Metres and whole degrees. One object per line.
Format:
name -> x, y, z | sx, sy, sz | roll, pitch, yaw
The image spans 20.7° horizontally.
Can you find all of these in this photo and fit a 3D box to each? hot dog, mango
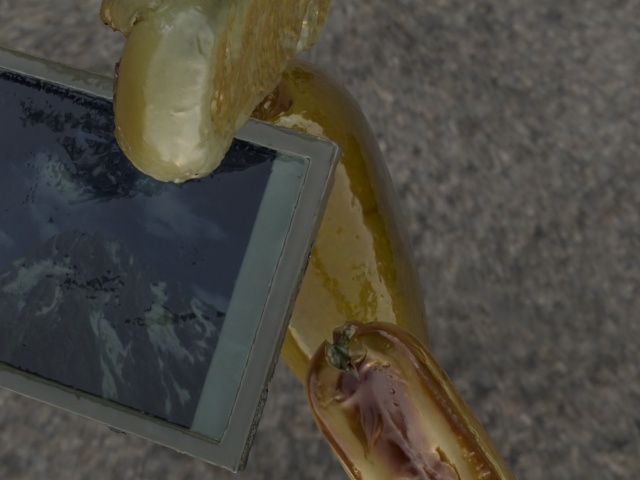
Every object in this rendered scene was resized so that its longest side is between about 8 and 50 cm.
hot dog -> 0.077, 0.161, 1.208 | 0.100, 0.068, 0.249 | -27, 107, 16
mango -> 0.000, 0.000, 1.610 | 0.182, 0.253, 0.365 | -28, 73, 2
hot dog -> -0.051, -0.103, 0.803 | 0.073, 0.242, 0.084 | 6, 118, 13

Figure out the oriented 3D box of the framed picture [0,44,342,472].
framed picture -> -0.142, 0.001, 1.058 | 0.281, 0.019, 0.209 | 15, 89, 17
